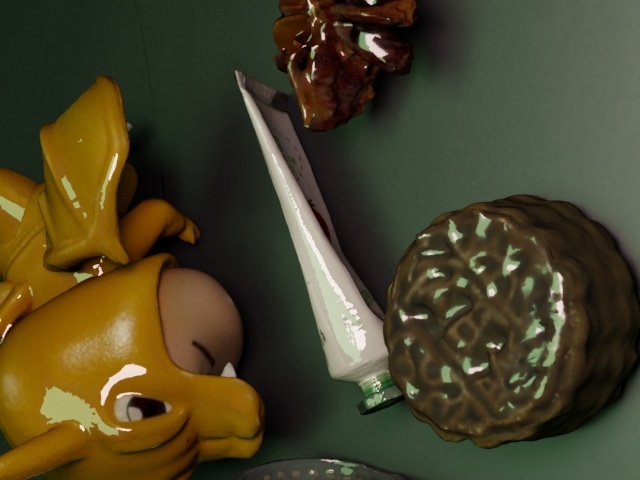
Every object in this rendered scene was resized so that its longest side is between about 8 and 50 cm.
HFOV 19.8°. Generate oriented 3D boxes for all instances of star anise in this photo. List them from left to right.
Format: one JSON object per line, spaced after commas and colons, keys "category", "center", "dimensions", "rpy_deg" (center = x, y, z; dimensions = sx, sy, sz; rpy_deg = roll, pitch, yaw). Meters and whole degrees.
{"category": "star anise", "center": [0.030, -0.214, 1.700], "dimensions": [0.190, 0.126, 0.220], "rpy_deg": [-103, 28, -42]}

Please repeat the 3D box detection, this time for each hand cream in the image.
{"category": "hand cream", "center": [0.000, 0.000, 1.730], "dimensions": [0.076, 0.121, 0.336], "rpy_deg": [-25, 77, 12]}

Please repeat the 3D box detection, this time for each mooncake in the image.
{"category": "mooncake", "center": [0.159, 0.071, 1.615], "dimensions": [0.228, 0.124, 0.228], "rpy_deg": [0, 90, 35]}

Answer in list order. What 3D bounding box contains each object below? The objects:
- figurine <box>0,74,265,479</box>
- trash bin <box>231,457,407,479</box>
{"category": "figurine", "center": [-0.255, 0.085, 1.808], "dimensions": [0.401, 0.268, 0.387], "rpy_deg": [-33, 57, 18]}
{"category": "trash bin", "center": [-0.004, 0.303, 1.707], "dimensions": [0.175, 0.175, 0.161], "rpy_deg": [13, 108, 33]}
